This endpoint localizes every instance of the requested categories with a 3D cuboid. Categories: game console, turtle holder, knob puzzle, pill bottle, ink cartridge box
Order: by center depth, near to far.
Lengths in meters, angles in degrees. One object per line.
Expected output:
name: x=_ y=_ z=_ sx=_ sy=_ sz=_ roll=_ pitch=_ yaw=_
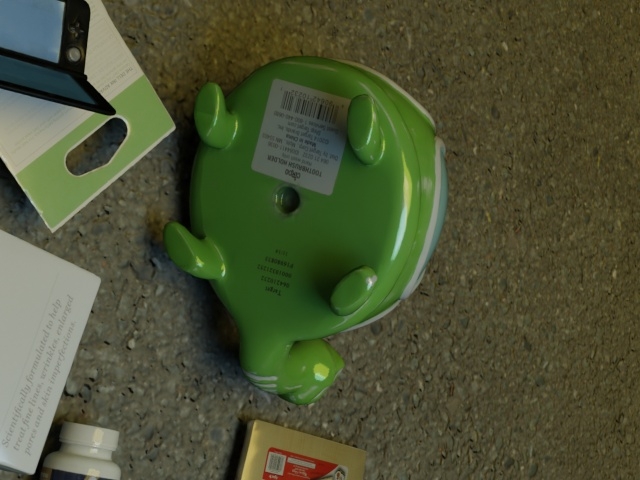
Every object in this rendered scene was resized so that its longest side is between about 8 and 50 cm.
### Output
game console: x=-0.221 y=-0.157 z=0.885 sx=0.122 sy=0.071 sz=0.107 roll=12 pitch=81 yaw=-44
ink cartridge box: x=-0.244 y=-0.148 z=0.949 sx=0.171 sy=0.056 sz=0.235 roll=-47 pitch=121 yaw=-35
pill bottle: x=-0.207 y=0.217 z=0.960 sx=0.067 sy=0.067 sz=0.120 roll=22 pitch=73 yaw=-42
turtle holder: x=0.015 y=-0.010 z=1.076 sx=0.227 sy=0.243 sz=0.320 roll=-7 pitch=84 yaw=-62
knob puzzle: x=-0.034 y=0.294 z=1.156 sx=0.213 sy=0.030 sz=0.213 roll=3 pitch=86 yaw=-46

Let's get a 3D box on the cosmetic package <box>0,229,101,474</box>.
cosmetic package: x=-0.286 y=0.068 z=0.806 sx=0.151 sy=0.184 sz=0.151 roll=31 pitch=68 yaw=-40
